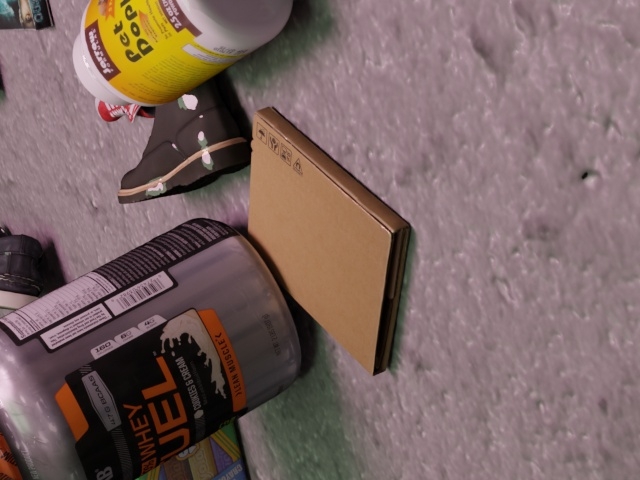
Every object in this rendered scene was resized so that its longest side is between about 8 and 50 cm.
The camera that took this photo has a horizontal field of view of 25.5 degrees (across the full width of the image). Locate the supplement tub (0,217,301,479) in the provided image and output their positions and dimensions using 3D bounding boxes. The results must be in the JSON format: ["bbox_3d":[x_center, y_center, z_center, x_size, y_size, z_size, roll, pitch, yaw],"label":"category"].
[{"bbox_3d":[-0.193,0.125,1.325,0.193,0.316,0.193,46,153,32],"label":"supplement tub"}]

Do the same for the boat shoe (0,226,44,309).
[{"bbox_3d":[-0.456,0.031,1.929,0.340,0.127,0.113,1,81,66],"label":"boat shoe"}]

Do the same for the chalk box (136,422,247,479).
[{"bbox_3d":[-0.164,0.287,1.590,0.132,0.132,0.213,16,122,55],"label":"chalk box"}]

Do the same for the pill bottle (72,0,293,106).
[{"bbox_3d":[-0.126,-0.186,1.201,0.215,0.117,0.117,-23,89,51],"label":"pill bottle"}]

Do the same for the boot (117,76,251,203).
[{"bbox_3d":[-0.145,-0.116,1.369,0.198,0.077,0.137,-18,89,47],"label":"boot"}]

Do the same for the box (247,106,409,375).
[{"bbox_3d":[0.000,0.000,1.245,0.201,0.021,0.164,43,142,37],"label":"box"}]

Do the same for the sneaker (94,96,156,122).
[{"bbox_3d":[-0.194,-0.138,1.451,0.067,0.042,0.118,63,148,16],"label":"sneaker"}]

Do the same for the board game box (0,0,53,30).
[{"bbox_3d":[-0.373,-0.307,1.647,0.186,0.026,0.126,12,119,55],"label":"board game box"}]
